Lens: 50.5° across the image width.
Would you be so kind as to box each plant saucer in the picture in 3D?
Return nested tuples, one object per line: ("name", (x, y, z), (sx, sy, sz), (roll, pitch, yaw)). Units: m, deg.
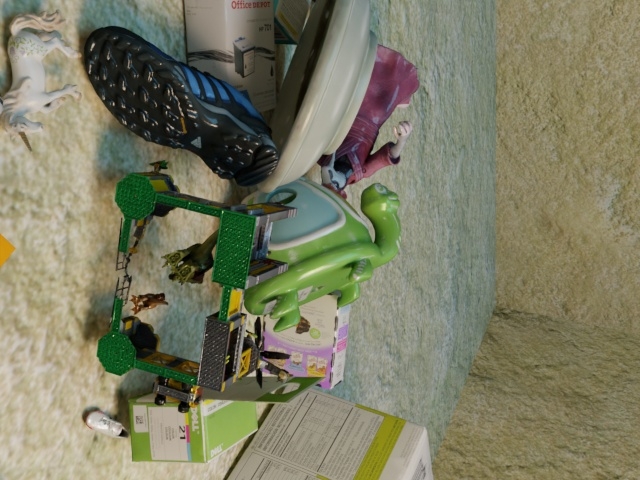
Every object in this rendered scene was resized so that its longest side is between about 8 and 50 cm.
("plant saucer", (0.006, -0.256, 1.115), (0.400, 0.101, 0.400), (-161, -90, -78))

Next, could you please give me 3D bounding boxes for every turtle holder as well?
("turtle holder", (-0.010, 0.000, 1.202), (0.227, 0.320, 0.243), (65, 12, 14))

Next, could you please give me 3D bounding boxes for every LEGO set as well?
("LEGO set", (-0.163, 0.054, 0.966), (0.192, 0.255, 0.331), (-21, 114, -72))

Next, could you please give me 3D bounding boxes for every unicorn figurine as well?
("unicorn figurine", (-0.326, -0.180, 0.778), (0.111, 0.060, 0.161), (-25, 105, -59))

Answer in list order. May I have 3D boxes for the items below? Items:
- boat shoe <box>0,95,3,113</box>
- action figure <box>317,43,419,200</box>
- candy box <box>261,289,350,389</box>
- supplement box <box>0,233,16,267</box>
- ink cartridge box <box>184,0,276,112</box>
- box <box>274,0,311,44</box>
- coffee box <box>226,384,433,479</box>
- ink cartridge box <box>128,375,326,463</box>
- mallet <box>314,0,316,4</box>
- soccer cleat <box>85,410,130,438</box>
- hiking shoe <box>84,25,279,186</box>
("boat shoe", (-0.368, -0.241, 0.595), (0.105, 0.113, 0.306), (-50, 134, -23))
("action figure", (0.060, -0.239, 1.437), (0.276, 0.248, 0.370), (103, 6, -81))
("candy box", (-0.030, 0.184, 1.379), (0.070, 0.165, 0.196), (-14, 112, -64))
("supplement box", (-0.371, 0.015, 0.694), (0.062, 0.098, 0.036), (-63, 146, -29))
("ink cartridge box", (-0.140, -0.298, 1.078), (0.140, 0.082, 0.190), (-34, 131, -55))
("box", (-0.053, -0.484, 1.211), (0.100, 0.060, 0.244), (35, 68, -63))
("coffee box", (0.022, 0.564, 1.428), (0.338, 0.334, 0.337), (-55, 146, -38))
("ink cartridge box", (-0.136, 0.273, 1.051), (0.189, 0.255, 0.097), (1, 86, -72))
("mallet", (-0.009, -0.418, 1.361), (0.062, 0.039, 0.189), (-13, 115, -59))
("soccer cleat", (-0.309, 0.270, 0.987), (0.029, 0.036, 0.083), (-67, 152, -24))
("hiking shoe", (-0.191, -0.192, 0.945), (0.304, 0.113, 0.132), (36, 26, -33))
